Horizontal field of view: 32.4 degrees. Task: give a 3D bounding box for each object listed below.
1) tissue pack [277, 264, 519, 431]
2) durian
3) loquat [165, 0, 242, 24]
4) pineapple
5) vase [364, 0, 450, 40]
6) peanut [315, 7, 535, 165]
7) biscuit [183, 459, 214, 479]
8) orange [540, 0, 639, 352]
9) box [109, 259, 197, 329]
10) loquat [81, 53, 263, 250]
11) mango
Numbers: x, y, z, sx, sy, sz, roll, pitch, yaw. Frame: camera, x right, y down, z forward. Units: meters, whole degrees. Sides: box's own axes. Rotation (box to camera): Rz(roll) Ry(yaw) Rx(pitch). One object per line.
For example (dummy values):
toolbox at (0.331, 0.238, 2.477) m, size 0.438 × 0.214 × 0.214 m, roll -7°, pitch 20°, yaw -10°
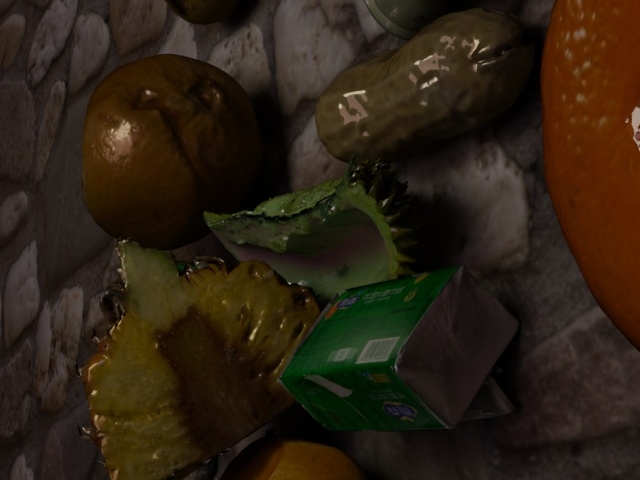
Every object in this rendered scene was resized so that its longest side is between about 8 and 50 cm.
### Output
tissue pack at (0.094, 0.134, 1.153) m, size 0.209 × 0.156 × 0.148 m, roll -17°, pitch 32°, yaw 55°
durian at (0.000, 0.000, 1.280) m, size 0.351 × 0.169 × 0.158 m, roll -11°, pitch 73°, yaw 54°
loquat at (-0.173, -0.420, 1.668) m, size 0.204 × 0.149 × 0.172 m, roll -62°, pitch -3°, yaw -34°
pineapple at (-0.162, 0.125, 1.362) m, size 0.286 × 0.344 × 0.209 m, roll 57°, pitch 169°, yaw 5°
vase at (0.170, -0.324, 1.124) m, size 0.321 × 0.173 × 0.173 m, roll -31°, pitch 57°, yaw 54°
peanut at (0.111, -0.162, 1.199) m, size 0.290 × 0.130 × 0.130 m, roll -19°, pitch 67°, yaw 48°
biscuit at (-0.216, 0.261, 1.654) m, size 0.141 × 0.038 × 0.290 m, roll -45°, pitch 47°, yaw 42°
orange at (0.332, -0.089, 0.676) m, size 0.424 × 0.326 × 0.424 m, roll 176°, pitch 90°, yaw -71°
box at (-0.189, 0.118, 1.555) m, size 0.250 × 0.103 × 0.180 m, roll 7°, pitch 89°, yaw 41°
loquat at (-0.211, -0.117, 1.556) m, size 0.284 × 0.276 × 0.276 m, roll 109°, pitch 149°, yaw -44°
mango at (-0.031, 0.323, 1.283) m, size 0.257 × 0.138 × 0.187 m, roll -11°, pitch 51°, yaw 52°
